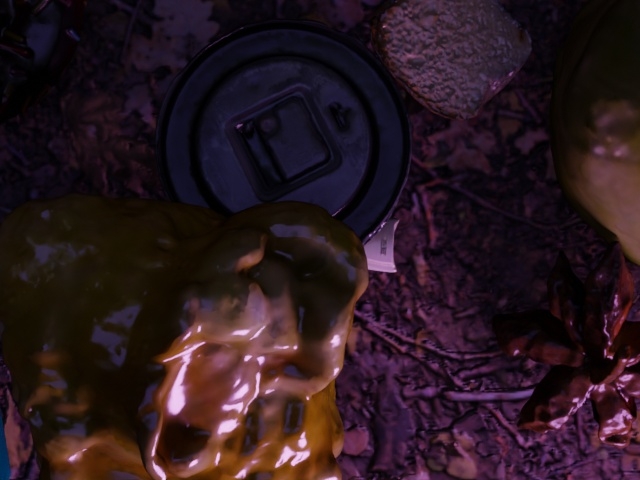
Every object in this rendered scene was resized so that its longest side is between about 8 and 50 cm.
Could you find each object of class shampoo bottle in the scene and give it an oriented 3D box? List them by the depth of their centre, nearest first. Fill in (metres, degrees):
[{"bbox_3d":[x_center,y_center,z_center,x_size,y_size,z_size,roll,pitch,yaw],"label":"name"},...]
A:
[{"bbox_3d":[0.000,0.000,1.568,0.141,0.034,0.049,4,99,1],"label":"shampoo bottle"}]

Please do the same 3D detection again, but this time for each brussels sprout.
[{"bbox_3d":[0.337,-0.109,1.450,0.328,0.328,0.247,7,51,-1],"label":"brussels sprout"}]

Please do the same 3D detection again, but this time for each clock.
[{"bbox_3d":[-0.032,-0.082,1.539,0.226,0.049,0.226,0,84,2],"label":"clock"}]

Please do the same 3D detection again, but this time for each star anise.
[{"bbox_3d":[0.243,0.104,1.530,0.196,0.111,0.212,-10,131,35],"label":"star anise"}]

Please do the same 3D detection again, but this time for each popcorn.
[{"bbox_3d":[-0.117,0.107,1.456,0.292,0.334,0.293,-19,51,-18],"label":"popcorn"}]

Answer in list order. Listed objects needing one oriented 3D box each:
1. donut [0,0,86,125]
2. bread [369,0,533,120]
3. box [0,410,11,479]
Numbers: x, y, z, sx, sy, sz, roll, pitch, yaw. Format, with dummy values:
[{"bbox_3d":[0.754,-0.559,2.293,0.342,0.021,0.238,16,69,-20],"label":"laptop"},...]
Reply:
[{"bbox_3d":[-0.303,-0.202,1.480,0.235,0.089,0.235,-9,107,-29],"label":"donut"},{"bbox_3d":[0.117,-0.176,1.555,0.126,0.044,0.129,-40,90,-5],"label":"bread"},{"bbox_3d":[-0.373,0.115,1.544,0.153,0.092,0.245,-8,92,1],"label":"box"}]
